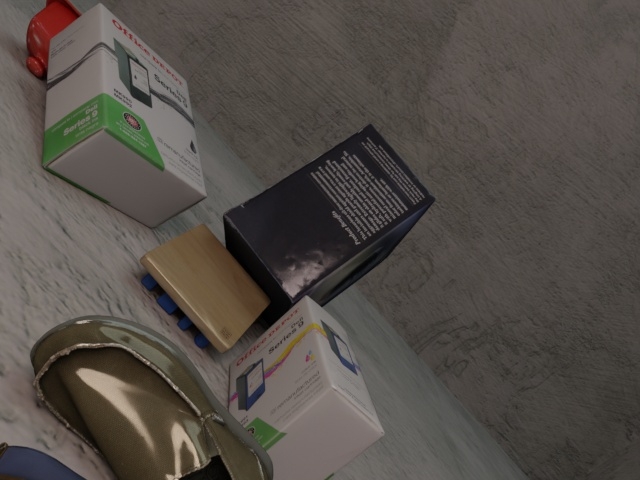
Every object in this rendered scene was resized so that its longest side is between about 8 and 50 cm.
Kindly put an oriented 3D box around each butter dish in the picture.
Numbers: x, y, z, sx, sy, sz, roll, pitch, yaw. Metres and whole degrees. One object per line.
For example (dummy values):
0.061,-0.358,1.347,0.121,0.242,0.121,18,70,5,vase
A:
-0.469,-0.333,0.899,0.160,0.118,0.160,47,-34,-9,butter dish

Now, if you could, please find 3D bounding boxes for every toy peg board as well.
-0.175,0.078,0.715,0.161,0.079,0.160,49,22,-3,toy peg board

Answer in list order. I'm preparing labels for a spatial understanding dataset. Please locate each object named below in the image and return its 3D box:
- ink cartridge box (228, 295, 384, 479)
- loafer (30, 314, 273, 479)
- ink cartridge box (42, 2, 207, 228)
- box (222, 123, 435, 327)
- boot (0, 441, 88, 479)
-0.030,0.186,0.614,0.093,0.154,0.212,45,8,-19,ink cartridge box
-0.124,0.160,0.407,0.251,0.094,0.087,47,3,-21,loafer
-0.310,-0.197,0.802,0.211,0.122,0.289,39,28,-54,ink cartridge box
0.000,0.000,0.890,0.182,0.294,0.296,52,-19,12,box
-0.116,0.200,0.288,0.219,0.082,0.106,44,11,-25,boot
